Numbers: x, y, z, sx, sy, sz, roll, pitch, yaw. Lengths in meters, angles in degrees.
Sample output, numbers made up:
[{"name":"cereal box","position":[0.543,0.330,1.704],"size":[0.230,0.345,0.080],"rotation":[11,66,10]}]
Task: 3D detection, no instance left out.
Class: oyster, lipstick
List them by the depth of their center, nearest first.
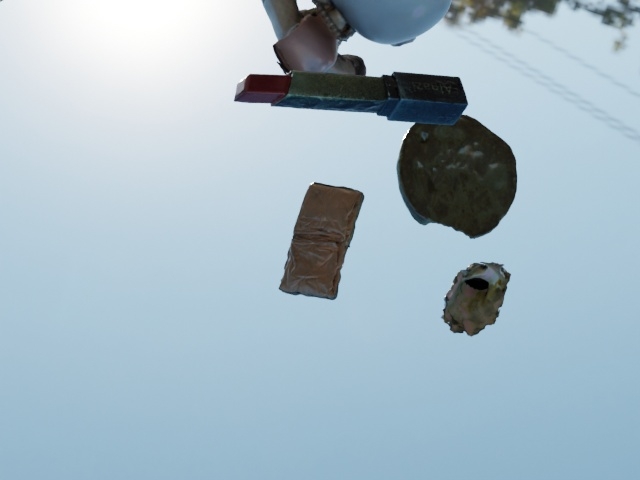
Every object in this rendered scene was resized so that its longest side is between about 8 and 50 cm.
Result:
[{"name":"lipstick","position":[0.040,-0.190,1.368],"size":[0.312,0.051,0.051],"rotation":[1,-119,-23]},{"name":"oyster","position":[0.305,0.109,2.155],"size":[0.133,0.072,0.209],"rotation":[40,-117,-19]}]

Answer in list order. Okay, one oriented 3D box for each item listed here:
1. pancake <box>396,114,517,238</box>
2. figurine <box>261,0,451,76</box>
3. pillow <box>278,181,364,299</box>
[{"name":"pancake","position":[0.233,-0.111,1.823],"size":[0.236,0.222,0.042],"rotation":[-5,177,-23]},{"name":"figurine","position":[0.086,-0.426,1.902],"size":[0.253,0.361,0.211],"rotation":[42,-161,-31]},{"name":"pillow","position":[0.000,0.000,2.079],"size":[0.126,0.232,0.043],"rotation":[12,170,26]}]
